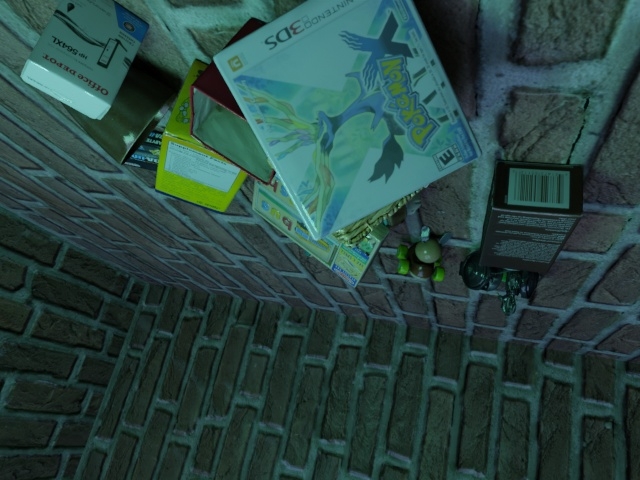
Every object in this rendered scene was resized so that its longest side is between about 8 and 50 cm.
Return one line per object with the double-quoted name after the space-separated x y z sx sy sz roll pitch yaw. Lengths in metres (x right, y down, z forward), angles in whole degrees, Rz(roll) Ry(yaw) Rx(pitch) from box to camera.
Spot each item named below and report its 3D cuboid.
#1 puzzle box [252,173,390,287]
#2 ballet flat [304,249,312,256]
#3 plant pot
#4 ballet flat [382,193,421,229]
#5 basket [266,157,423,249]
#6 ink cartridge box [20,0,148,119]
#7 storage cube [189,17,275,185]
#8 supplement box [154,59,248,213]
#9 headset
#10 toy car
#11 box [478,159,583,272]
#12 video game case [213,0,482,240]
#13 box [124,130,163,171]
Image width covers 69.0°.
-0.020 -0.061 1.310 0.409 0.052 0.272 36 149 12 "puzzle box"
0.000 0.000 1.767 0.086 0.086 0.248 17 161 -10 "ballet flat"
-0.482 -0.324 1.045 0.231 0.215 0.215 37 152 -20 "plant pot"
0.208 -0.090 1.274 0.124 0.116 0.342 -19 171 3 "ballet flat"
0.086 -0.170 0.859 0.223 0.299 0.213 47 -171 -9 "basket"
-0.441 -0.359 0.884 0.148 0.202 0.086 28 156 -34 "ink cartridge box"
-0.116 -0.258 0.900 0.215 0.193 0.183 32 158 -4 "storage cube"
-0.270 -0.228 1.139 0.194 0.195 0.357 20 160 -17 "supplement box"
0.586 0.138 1.520 0.244 0.185 0.394 9 178 9 "headset"
0.361 0.028 1.576 0.155 0.148 0.188 12 131 -5 "toy car"
0.526 -0.046 1.200 0.191 0.143 0.381 7 157 16 "box"
0.045 -0.207 0.722 0.300 0.328 0.036 -27 -168 7 "video game case"
-0.516 -0.269 1.393 0.221 0.051 0.175 13 160 1 "box"
